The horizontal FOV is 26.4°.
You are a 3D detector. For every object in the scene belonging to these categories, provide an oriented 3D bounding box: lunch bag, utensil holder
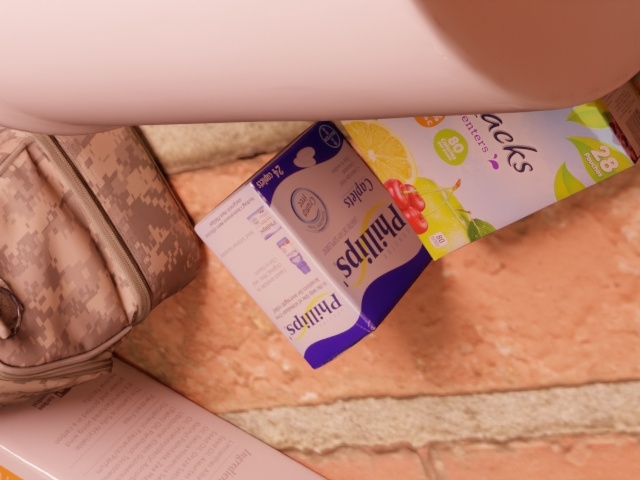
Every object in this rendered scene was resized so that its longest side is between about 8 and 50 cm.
[{"bbox_3d":[-0.291,0.039,1.105,0.305,0.256,0.212,-17,107,37],"label":"lunch bag"},{"bbox_3d":[-0.035,-0.214,0.710,0.385,0.327,0.327,6,121,44],"label":"utensil holder"}]

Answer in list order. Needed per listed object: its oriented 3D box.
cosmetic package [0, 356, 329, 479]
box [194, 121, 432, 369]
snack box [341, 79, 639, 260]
[{"bbox_3d":[-0.095,0.307,1.209,0.453,0.161,0.230,27,128,14],"label":"cosmetic package"},{"bbox_3d":[0.000,0.000,0.996,0.137,0.126,0.072,50,128,-5],"label":"box"},{"bbox_3d":[0.095,-0.113,0.910,0.174,0.070,0.207,-27,103,39],"label":"snack box"}]
